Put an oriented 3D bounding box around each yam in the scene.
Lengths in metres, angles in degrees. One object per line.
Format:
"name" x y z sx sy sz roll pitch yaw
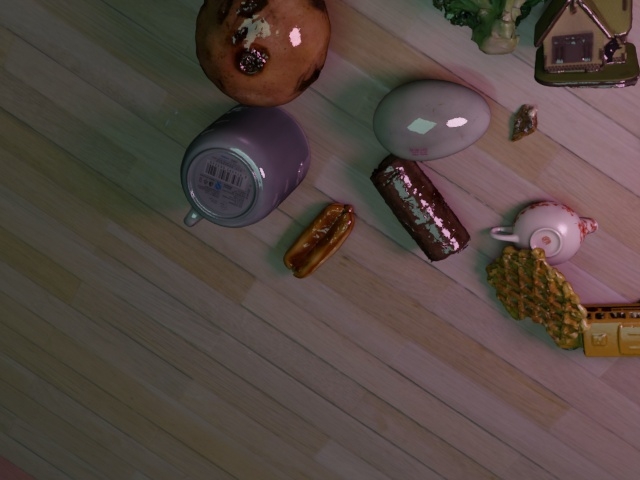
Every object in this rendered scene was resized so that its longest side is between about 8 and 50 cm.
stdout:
"yam" 0.236 -0.081 1.876 0.131 0.131 0.279 -34 100 27

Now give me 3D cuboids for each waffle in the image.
"waffle" 0.512 0.131 1.850 0.291 0.051 0.291 40 154 24

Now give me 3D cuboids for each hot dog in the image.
"hot dog" 0.000 0.000 2.017 0.100 0.068 0.249 46 117 5

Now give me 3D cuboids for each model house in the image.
"model house" 0.526 -0.464 1.523 0.205 0.218 0.278 1 126 15

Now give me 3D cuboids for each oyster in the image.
"oyster" 0.467 -0.263 1.770 0.051 0.034 0.093 15 122 19

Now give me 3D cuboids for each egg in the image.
"egg" 0.250 -0.272 1.748 0.264 0.183 0.182 -5 112 11

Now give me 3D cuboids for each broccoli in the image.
"broccoli" 0.353 -0.500 1.566 0.270 0.270 0.270 -9 68 21

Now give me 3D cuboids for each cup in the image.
"cup" -0.220 -0.150 1.899 0.259 0.274 0.357 45 118 -5

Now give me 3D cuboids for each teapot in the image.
"teapot" 0.522 -0.015 1.834 0.246 0.116 0.159 7 127 21

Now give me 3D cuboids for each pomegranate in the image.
"pomegranate" -0.127 -0.456 1.732 0.322 0.322 0.322 7 116 14

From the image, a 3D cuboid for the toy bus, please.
"toy bus" 0.728 0.214 1.855 0.336 0.123 0.121 -4 110 20
